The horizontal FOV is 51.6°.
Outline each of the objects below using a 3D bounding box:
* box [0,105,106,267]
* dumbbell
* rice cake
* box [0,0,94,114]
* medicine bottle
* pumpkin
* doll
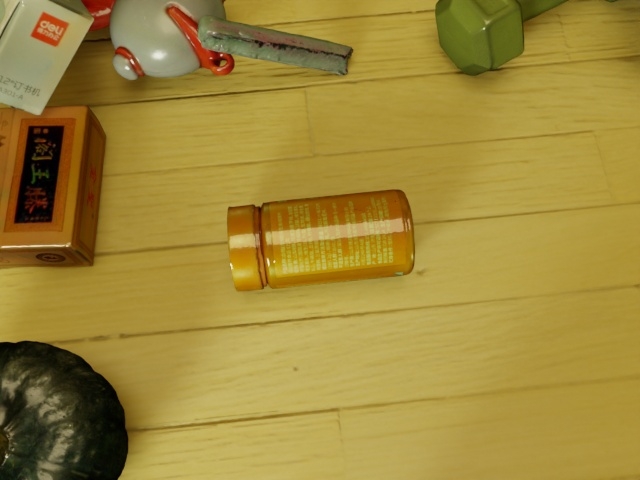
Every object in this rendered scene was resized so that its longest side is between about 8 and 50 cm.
[{"bbox_3d":[-0.395,-0.059,0.751,0.274,0.076,0.174,-1,71,0],"label":"box"},{"bbox_3d":[0.289,-0.314,0.820,0.302,0.108,0.121,-28,72,-10],"label":"dumbbell"},{"bbox_3d":[-0.047,-0.229,0.785,0.208,0.033,0.033,1,58,-33],"label":"rice cake"},{"bbox_3d":[-0.364,-0.271,0.761,0.135,0.079,0.269,-51,53,18],"label":"box"},{"bbox_3d":[0.000,0.000,0.715,0.192,0.096,0.096,-6,70,-1],"label":"medicine bottle"},{"bbox_3d":[-0.290,0.195,0.615,0.212,0.152,0.211,0,55,-1],"label":"pumpkin"},{"bbox_3d":[-0.226,-0.297,0.829,0.336,0.105,0.200,37,73,21],"label":"doll"}]
